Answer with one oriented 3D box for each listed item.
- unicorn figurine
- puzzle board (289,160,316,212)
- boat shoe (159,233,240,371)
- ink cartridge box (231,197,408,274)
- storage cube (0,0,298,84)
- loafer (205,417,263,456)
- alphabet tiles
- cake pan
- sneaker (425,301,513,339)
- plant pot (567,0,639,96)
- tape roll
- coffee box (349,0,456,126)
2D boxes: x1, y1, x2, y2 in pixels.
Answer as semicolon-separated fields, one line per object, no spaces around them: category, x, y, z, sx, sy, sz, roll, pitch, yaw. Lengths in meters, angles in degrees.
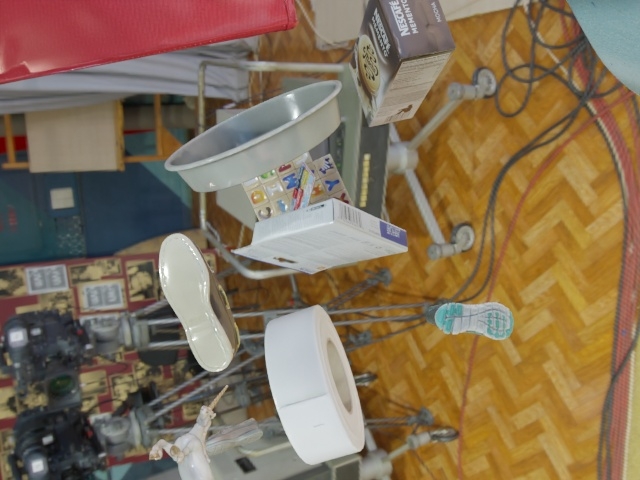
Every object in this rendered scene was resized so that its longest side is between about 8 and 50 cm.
unicorn figurine;-0.143;0.252;0.663;0.111;0.060;0.162;45;-148;-71
puzzle board;-0.040;-0.080;1.130;0.096;0.011;0.128;-119;41;-61
boat shoe;-0.272;0.135;1.335;0.097;0.116;0.324;-39;-71;-74
ink cartridge box;0.000;0.000;1.001;0.224;0.223;0.045;-15;68;35
storage cube;-0.138;-0.212;0.372;0.215;0.193;0.184;-123;20;-65
loafer;-0.169;0.362;1.071;0.039;0.125;0.045;57;139;35
alphabet tiles;-0.053;-0.105;1.219;0.009;0.198;0.237;-55;-59;-78
cake pan;-0.093;-0.158;0.884;0.293;0.293;0.054;15;135;58
sneaker;0.254;0.132;0.998;0.076;0.166;0.065;176;105;-68
plant pot;0.494;-0.275;0.702;0.252;0.247;0.248;49;-173;-33
tape roll;-0.007;0.271;1.108;0.286;0.100;0.286;-18;-90;-82
coffee box;0.158;-0.383;1.215;0.297;0.119;0.168;115;139;-75
